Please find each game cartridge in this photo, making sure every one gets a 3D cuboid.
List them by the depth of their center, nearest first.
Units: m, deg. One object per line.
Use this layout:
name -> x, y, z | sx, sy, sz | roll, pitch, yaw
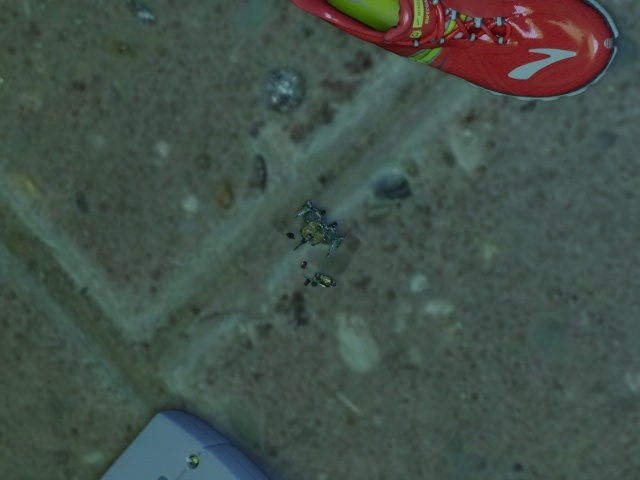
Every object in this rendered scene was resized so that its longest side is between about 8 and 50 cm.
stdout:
game cartridge -> -0.094, 0.306, 1.453 | 0.196, 0.060, 0.294 | -50, 64, 24

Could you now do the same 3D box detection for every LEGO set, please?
LEGO set -> -0.002, 0.001, 1.420 | 0.054, 0.023, 0.083 | 20, 121, 15

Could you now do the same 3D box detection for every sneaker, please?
sneaker -> 0.095, -0.174, 1.293 | 0.279, 0.118, 0.107 | 17, 107, 14
